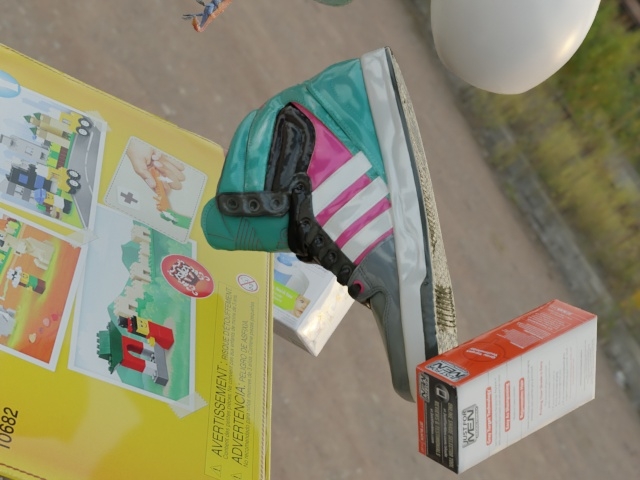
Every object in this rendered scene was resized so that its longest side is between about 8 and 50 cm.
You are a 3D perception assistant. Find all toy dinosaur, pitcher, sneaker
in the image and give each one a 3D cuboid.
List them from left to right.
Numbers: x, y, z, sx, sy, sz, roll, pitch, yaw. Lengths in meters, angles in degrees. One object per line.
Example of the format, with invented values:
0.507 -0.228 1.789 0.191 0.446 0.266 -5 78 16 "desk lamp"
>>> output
-0.155 -0.333 1.853 0.047 0.090 0.082 92 3 -66 "toy dinosaur"
0.000 0.000 1.013 0.124 0.178 0.296 52 26 -63 "sneaker"
0.171 -0.230 0.997 0.125 0.207 0.178 28 37 10 "pitcher"

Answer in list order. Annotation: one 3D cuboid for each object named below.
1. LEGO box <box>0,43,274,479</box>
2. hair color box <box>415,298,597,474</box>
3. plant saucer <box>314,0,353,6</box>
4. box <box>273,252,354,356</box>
-0.243 0.072 1.061 0.372 0.193 0.500 24 33 -18 "LEGO box"
0.132 0.100 0.905 0.043 0.141 0.072 23 -55 46 "hair color box"
-0.011 -0.230 0.977 0.119 0.021 0.119 40 -35 35 "plant saucer"
-0.007 0.047 1.903 0.114 0.203 0.103 28 -16 28 "box"
